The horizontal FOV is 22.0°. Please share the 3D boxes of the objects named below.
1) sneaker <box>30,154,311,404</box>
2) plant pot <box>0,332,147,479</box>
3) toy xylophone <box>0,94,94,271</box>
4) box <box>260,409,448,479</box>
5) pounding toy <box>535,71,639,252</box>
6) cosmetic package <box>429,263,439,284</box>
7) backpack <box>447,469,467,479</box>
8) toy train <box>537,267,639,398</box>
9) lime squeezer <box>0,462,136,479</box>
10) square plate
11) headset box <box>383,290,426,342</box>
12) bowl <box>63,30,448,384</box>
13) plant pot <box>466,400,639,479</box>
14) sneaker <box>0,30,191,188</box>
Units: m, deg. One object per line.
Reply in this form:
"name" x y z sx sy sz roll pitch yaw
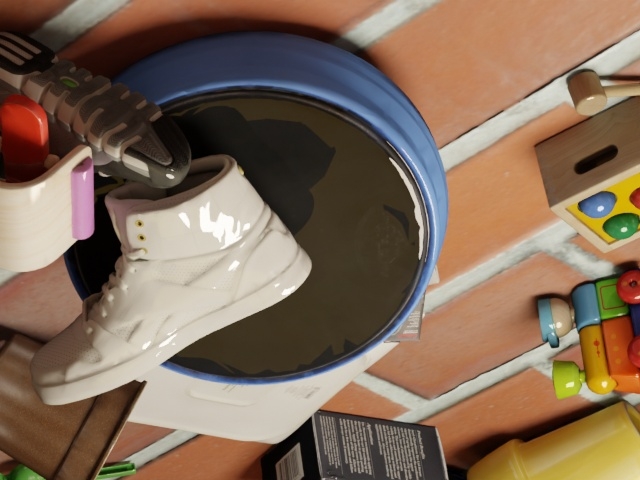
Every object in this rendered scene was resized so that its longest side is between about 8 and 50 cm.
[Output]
"sneaker" -0.175 0.026 1.536 0.292 0.108 0.169 -29 120 7
"plant pot" -0.311 0.198 1.907 0.165 0.167 0.167 29 139 -4
"toy xylophone" -0.347 -0.087 1.428 0.323 0.081 0.236 25 143 3
"box" 0.047 0.322 2.249 0.207 0.108 0.153 12 142 -29
"pounding toy" 0.317 -0.089 1.698 0.181 0.094 0.206 -27 143 26
"cosmetic package" 0.000 0.000 1.756 0.238 0.107 0.127 -13 145 2
"backpack" 0.170 0.404 2.399 0.173 0.117 0.158 19 139 -40
"toy train" 0.339 0.162 1.950 0.143 0.248 0.105 -11 147 12
"lime squeezer" -0.396 0.291 2.167 0.310 0.059 0.110 24 105 -37
"square plate" -0.102 0.154 2.013 0.344 0.049 0.347 15 140 -31
"headset box" 0.087 0.083 1.932 0.062 0.032 0.083 0 116 -12
"bowl" -0.068 -0.016 1.612 0.391 0.077 0.391 0 126 -1
"plant pot" 0.369 0.352 2.271 0.239 0.254 0.254 -38 139 13
"sneaker" -0.224 -0.083 1.490 0.086 0.229 0.132 -38 156 -52
